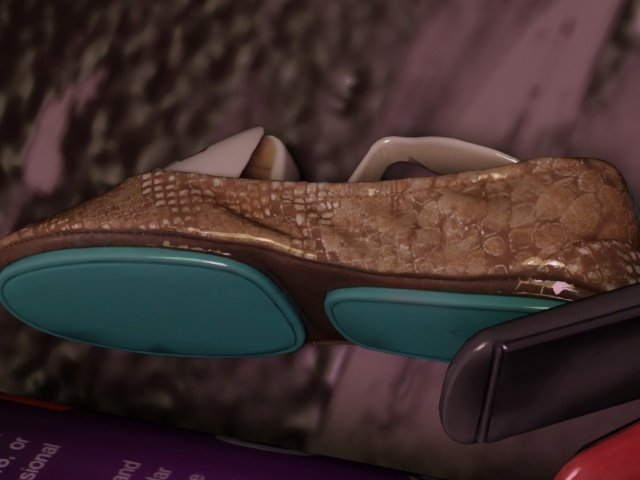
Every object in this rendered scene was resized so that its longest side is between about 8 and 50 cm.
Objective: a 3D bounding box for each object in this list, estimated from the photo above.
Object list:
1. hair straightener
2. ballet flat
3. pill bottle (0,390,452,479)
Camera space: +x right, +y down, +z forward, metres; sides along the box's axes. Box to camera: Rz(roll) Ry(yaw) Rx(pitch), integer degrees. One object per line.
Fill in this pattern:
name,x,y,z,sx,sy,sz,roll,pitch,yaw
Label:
hair straightener,0.127,-0.001,0.443,0.230,0.047,0.089,-24,51,-19
ballet flat,0.000,0.000,0.525,0.206,0.073,0.067,4,59,17
pill bottle,-0.050,0.140,0.467,0.323,0.181,0.181,10,90,16
